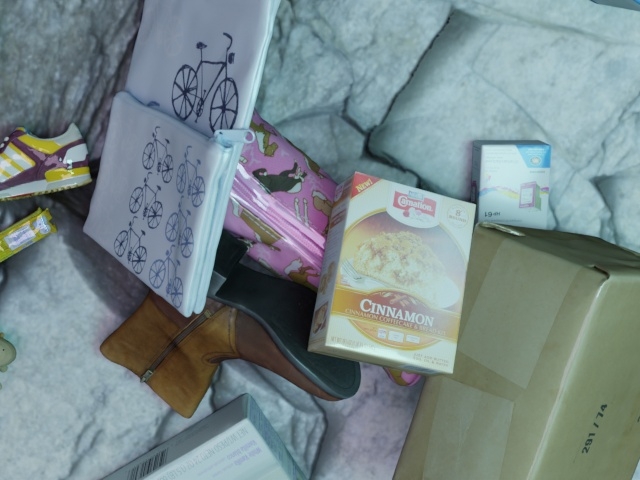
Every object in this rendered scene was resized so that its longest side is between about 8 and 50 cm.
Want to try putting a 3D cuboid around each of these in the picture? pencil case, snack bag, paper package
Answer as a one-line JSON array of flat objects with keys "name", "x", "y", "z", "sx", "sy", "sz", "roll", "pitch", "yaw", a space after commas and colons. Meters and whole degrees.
[{"name": "pencil case", "x": 0.000, "y": 0.000, "z": 1.169, "sx": 0.386, "sy": 0.167, "sz": 0.160, "roll": 39, "pitch": 55, "yaw": -9}, {"name": "snack bag", "x": -0.159, "y": -0.128, "z": 1.072, "sx": 0.037, "sy": 0.323, "sz": 0.342, "roll": 9, "pitch": 102, "yaw": -33}, {"name": "paper package", "x": 0.268, "y": 0.161, "z": 1.157, "sx": 0.309, "sy": 0.168, "sz": 0.325, "roll": 4, "pitch": 106, "yaw": -50}]

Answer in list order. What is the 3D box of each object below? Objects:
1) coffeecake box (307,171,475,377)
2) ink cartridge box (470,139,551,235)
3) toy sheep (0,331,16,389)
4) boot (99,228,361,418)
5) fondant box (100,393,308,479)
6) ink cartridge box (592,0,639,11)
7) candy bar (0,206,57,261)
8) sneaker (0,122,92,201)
[{"name": "coffeecake box", "x": 0.076, "y": 0.038, "z": 1.060, "sx": 0.142, "sy": 0.068, "sz": 0.185, "roll": 14, "pitch": 75, "yaw": -15}, {"name": "ink cartridge box", "x": 0.234, "y": -0.060, "z": 1.239, "sx": 0.088, "sy": 0.052, "sz": 0.122, "roll": -1, "pitch": 103, "yaw": -4}, {"name": "toy sheep", "x": -0.434, "y": 0.143, "z": 1.221, "sx": 0.132, "sy": 0.091, "sz": 0.091, "roll": -9, "pitch": 102, "yaw": 3}, {"name": "boot", "x": -0.114, "y": 0.143, "z": 1.161, "sx": 0.264, "sy": 0.096, "sz": 0.280, "roll": 35, "pitch": 133, "yaw": -4}, {"name": "fondant box", "x": -0.106, "y": 0.399, "z": 1.290, "sx": 0.238, "sy": 0.096, "sz": 0.330, "roll": -32, "pitch": 103, "yaw": 3}, {"name": "ink cartridge box", "x": 0.334, "y": -0.438, "z": 1.101, "sx": 0.223, "sy": 0.129, "sz": 0.307, "roll": 21, "pitch": 100, "yaw": -26}, {"name": "candy bar", "x": -0.396, "y": 0.011, "z": 1.228, "sx": 0.161, "sy": 0.018, "sz": 0.040, "roll": -29, "pitch": 106, "yaw": 2}, {"name": "sneaker", "x": -0.368, "y": -0.090, "z": 1.190, "sx": 0.185, "sy": 0.069, "sz": 0.084, "roll": -10, "pitch": 93, "yaw": -8}]
